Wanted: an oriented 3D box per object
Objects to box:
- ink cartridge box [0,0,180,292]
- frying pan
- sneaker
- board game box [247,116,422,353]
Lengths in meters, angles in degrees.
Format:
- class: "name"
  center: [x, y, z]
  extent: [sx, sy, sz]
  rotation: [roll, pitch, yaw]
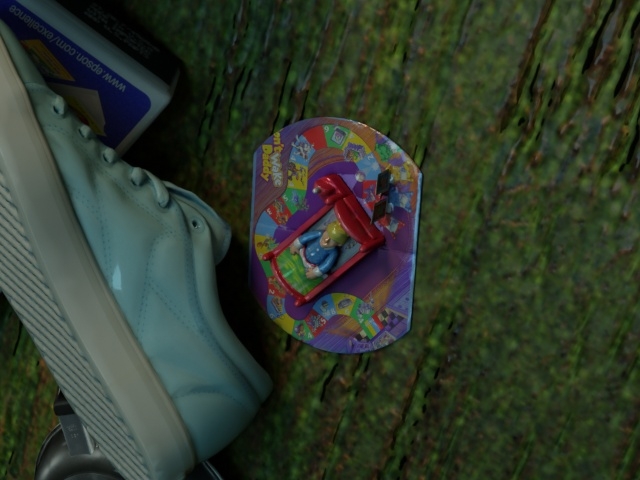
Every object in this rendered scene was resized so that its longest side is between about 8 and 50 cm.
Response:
- class: "ink cartridge box"
  center: [-0.311, -0.106, 1.040]
  extent: [0.303, 0.072, 0.307]
  rotation: [36, 122, -19]
- class: "frying pan"
  center: [-0.146, 0.164, 1.075]
  extent: [0.197, 0.053, 0.326]
  rotation: [11, 118, 23]
- class: "sneaker"
  center: [-0.150, -0.010, 0.997]
  extent: [0.135, 0.150, 0.366]
  rotation: [1, 118, 55]
- class: "board game box"
  center: [0.000, 0.000, 0.985]
  extent: [0.133, 0.033, 0.169]
  rotation: [11, 106, 27]
